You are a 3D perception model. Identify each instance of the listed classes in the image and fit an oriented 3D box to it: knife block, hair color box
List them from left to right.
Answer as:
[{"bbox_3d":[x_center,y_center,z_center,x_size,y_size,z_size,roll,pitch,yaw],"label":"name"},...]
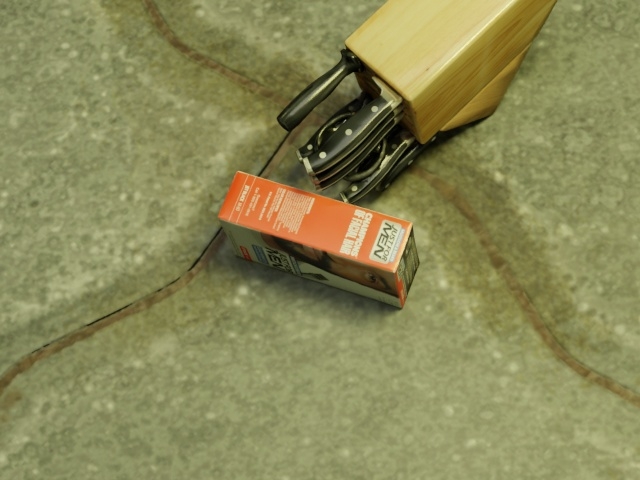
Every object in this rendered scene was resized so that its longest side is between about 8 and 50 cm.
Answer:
[{"bbox_3d":[0.000,0.000,1.400,0.167,0.093,0.053,16,70,14],"label":"hair color box"},{"bbox_3d":[0.084,-0.164,1.378,0.088,0.275,0.242,44,38,21],"label":"knife block"}]
